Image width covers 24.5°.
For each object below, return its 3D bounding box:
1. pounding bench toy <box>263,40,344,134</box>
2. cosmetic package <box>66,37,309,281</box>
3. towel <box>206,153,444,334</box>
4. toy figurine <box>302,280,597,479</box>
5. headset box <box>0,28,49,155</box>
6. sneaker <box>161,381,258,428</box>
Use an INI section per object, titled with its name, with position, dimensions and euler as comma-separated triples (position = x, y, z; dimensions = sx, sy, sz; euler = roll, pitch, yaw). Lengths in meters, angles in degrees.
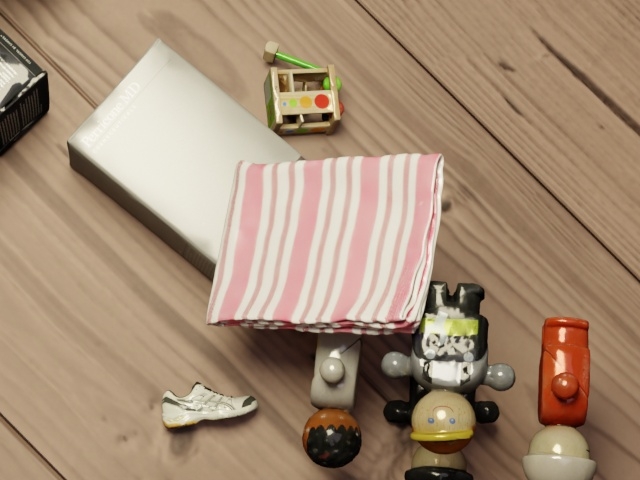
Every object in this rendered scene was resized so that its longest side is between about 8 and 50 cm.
[pounding bench toy]
position = -0.015, -0.140, 1.330
dimensions = 0.065, 0.052, 0.083
euler = -5, 79, -10
[cosmetic package]
position = -0.091, -0.047, 1.275
dimensions = 0.238, 0.107, 0.127
euler = 38, 78, -3
[towel]
position = 0.000, 0.000, 1.157
dimensions = 0.197, 0.029, 0.144
euler = 0, 71, 31
[toy figurine]
position = 0.102, 0.132, 1.200
dimensions = 0.209, 0.213, 0.148
euler = 19, 69, -40
[headset box]
position = -0.411, -0.111, 1.220
dimensions = 0.246, 0.131, 0.283
euler = 43, 75, 1
[sneaker]
position = -0.096, 0.138, 1.271
dimensions = 0.083, 0.032, 0.037
euler = -7, 80, -11
